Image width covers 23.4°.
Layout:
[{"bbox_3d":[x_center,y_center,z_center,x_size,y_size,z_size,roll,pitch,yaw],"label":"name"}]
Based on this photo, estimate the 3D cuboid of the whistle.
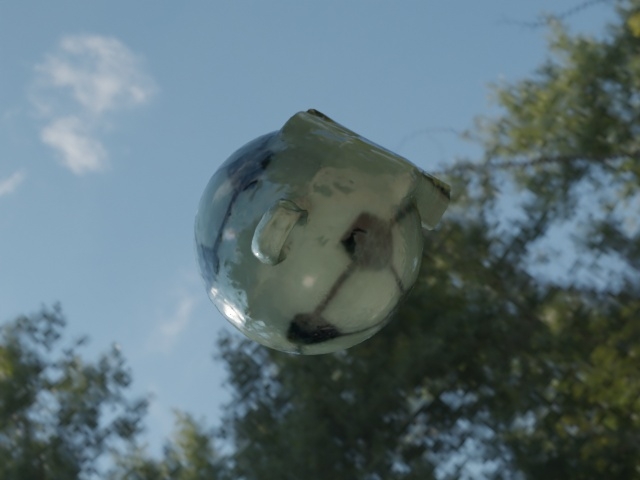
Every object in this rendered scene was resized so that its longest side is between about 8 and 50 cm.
[{"bbox_3d":[0.000,0.000,1.047,0.163,0.163,0.289,-56,-11,4],"label":"whistle"}]
